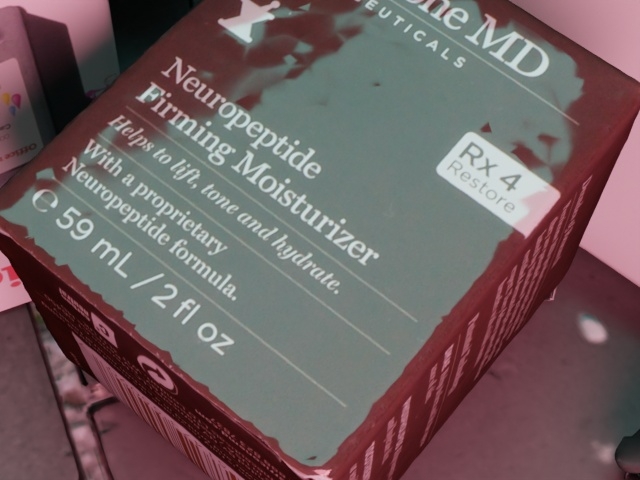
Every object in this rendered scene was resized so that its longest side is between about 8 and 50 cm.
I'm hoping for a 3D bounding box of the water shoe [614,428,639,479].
[{"bbox_3d":[0.192,0.155,0.486,0.080,0.073,0.203,-27,46,6],"label":"water shoe"}]

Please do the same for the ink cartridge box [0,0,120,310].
[{"bbox_3d":[-0.213,-0.092,0.539,0.226,0.306,0.131,-19,52,-16],"label":"ink cartridge box"}]

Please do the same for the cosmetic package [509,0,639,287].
[{"bbox_3d":[0.214,-0.082,0.553,0.385,0.217,0.156,34,51,19],"label":"cosmetic package"}]

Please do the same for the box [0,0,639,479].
[{"bbox_3d":[0.000,0.000,0.508,0.168,0.167,0.203,36,70,16],"label":"box"}]

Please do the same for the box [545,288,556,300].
[{"bbox_3d":[0.028,-0.045,0.669,0.190,0.045,0.184,-1,47,0],"label":"box"}]
